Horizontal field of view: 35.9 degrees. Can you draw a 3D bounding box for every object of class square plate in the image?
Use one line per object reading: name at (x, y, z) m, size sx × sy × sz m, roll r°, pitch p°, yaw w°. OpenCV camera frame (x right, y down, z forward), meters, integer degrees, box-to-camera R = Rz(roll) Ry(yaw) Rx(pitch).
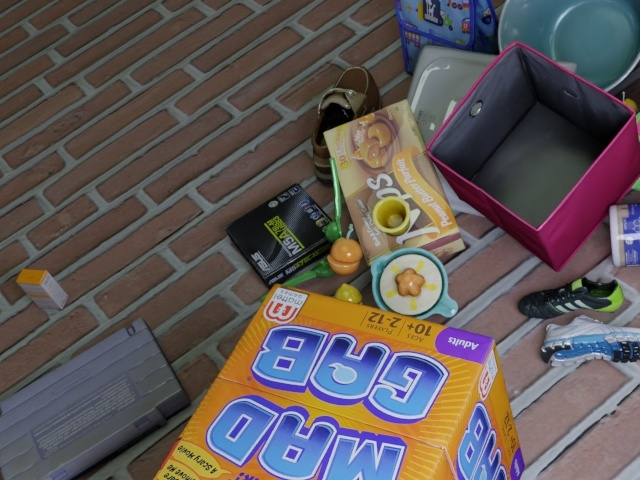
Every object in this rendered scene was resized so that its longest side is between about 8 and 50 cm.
square plate at (0.298, -0.227, 1.978) m, size 0.344 × 0.049 × 0.347 m, roll 14°, pitch 78°, yaw 30°

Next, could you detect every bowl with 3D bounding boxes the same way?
bowl at (0.537, -0.421, 2.019) m, size 0.311 × 0.163 × 0.312 m, roll -2°, pitch 86°, yaw 32°

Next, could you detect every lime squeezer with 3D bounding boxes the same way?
lime squeezer at (0.000, 0.000, 1.919) m, size 0.110 × 0.059 × 0.310 m, roll 27°, pitch 94°, yaw 9°

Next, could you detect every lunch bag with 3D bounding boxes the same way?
lunch bag at (0.276, -0.476, 2.123) m, size 0.138 × 0.293 × 0.221 m, roll -42°, pitch 49°, yaw -19°

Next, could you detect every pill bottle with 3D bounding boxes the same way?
pill bottle at (0.600, -0.014, 1.715) m, size 0.186 × 0.112 × 0.112 m, roll -4°, pitch 48°, yaw 16°

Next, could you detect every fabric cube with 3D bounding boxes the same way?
fabric cube at (0.381, -0.143, 1.732) m, size 0.259 × 0.258 × 0.254 m, roll 39°, pitch 91°, yaw 27°

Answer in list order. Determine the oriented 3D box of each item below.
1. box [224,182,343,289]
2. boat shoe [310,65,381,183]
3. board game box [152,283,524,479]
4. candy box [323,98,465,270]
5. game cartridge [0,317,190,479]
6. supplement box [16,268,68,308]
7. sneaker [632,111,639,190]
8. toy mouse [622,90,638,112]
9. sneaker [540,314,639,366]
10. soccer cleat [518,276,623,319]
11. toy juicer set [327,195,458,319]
box at (-0.075, -0.012, 2.010) m, size 0.184 × 0.045 × 0.191 m, roll -30°, pitch 46°, yaw -11°
boat shoe at (0.054, -0.272, 2.142) m, size 0.122 × 0.120 × 0.324 m, roll -2°, pitch 49°, yaw 19°
board game box at (0.049, 0.338, 1.431) m, size 0.356 × 0.356 × 0.356 m, roll 13°, pitch 55°, yaw 29°
candy box at (0.139, -0.100, 1.915) m, size 0.183 × 0.087 × 0.316 m, roll -22°, pitch 63°, yaw 8°
game cartridge at (-0.437, 0.317, 1.840) m, size 0.355 × 0.068 × 0.230 m, roll -31°, pitch 50°, yaw -9°
supplement box at (-0.577, 0.101, 2.055) m, size 0.062 × 0.098 × 0.036 m, roll 3°, pitch 54°, yaw 21°
sneaker at (0.743, -0.255, 1.864) m, size 0.482 × 0.185 × 0.202 m, roll -36°, pitch 2°, yaw 1°
toy mouse at (0.569, -0.204, 1.911) m, size 0.031 × 0.161 × 0.143 m, roll 37°, pitch 102°, yaw 23°
sneaker at (0.463, 0.156, 1.646) m, size 0.190 × 0.071 × 0.083 m, roll -4°, pitch 43°, yaw 17°
soccer cleat at (0.430, 0.095, 1.707) m, size 0.178 × 0.072 × 0.060 m, roll -7°, pitch 48°, yaw 15°
toy juicer set at (0.127, 0.099, 1.746) m, size 0.209 × 0.089 × 0.329 m, roll -30°, pitch 70°, yaw 4°
